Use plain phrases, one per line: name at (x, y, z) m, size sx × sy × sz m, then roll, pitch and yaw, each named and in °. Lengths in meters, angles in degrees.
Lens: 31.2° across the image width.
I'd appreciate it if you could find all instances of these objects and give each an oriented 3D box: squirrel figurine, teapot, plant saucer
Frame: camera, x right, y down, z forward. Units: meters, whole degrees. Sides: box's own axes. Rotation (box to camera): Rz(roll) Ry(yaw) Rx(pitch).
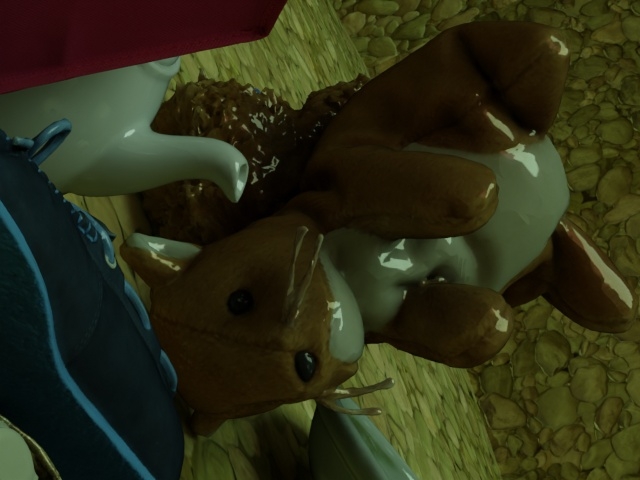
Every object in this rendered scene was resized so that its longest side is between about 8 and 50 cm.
squirrel figurine at (0.000, 0.000, 0.973) m, size 0.397 × 0.370 × 0.281 m, roll 27°, pitch -36°, yaw 49°
teapot at (-0.174, -0.160, 0.738) m, size 0.256 × 0.187 × 0.252 m, roll 54°, pitch 17°, yaw -46°
plant saucer at (0.092, 0.320, 1.093) m, size 0.400 × 0.100 × 0.400 m, roll 53°, pitch -1°, yaw 1°

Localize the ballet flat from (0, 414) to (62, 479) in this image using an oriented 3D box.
ballet flat at (-0.183, 0.075, 0.506) m, size 0.206 × 0.067 × 0.073 m, roll 52°, pitch 39°, yaw -48°

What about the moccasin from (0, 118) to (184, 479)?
moccasin at (-0.167, 0.026, 0.590) m, size 0.342 × 0.137 × 0.117 m, roll 74°, pitch 15°, yaw -44°

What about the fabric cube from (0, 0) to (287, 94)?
fabric cube at (-0.149, -0.242, 0.535) m, size 0.258 × 0.259 × 0.254 m, roll 67°, pitch -27°, yaw 13°

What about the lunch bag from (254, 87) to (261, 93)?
lunch bag at (-0.082, -0.075, 1.247) m, size 0.219 × 0.090 × 0.176 m, roll -67°, pitch 134°, yaw -75°
